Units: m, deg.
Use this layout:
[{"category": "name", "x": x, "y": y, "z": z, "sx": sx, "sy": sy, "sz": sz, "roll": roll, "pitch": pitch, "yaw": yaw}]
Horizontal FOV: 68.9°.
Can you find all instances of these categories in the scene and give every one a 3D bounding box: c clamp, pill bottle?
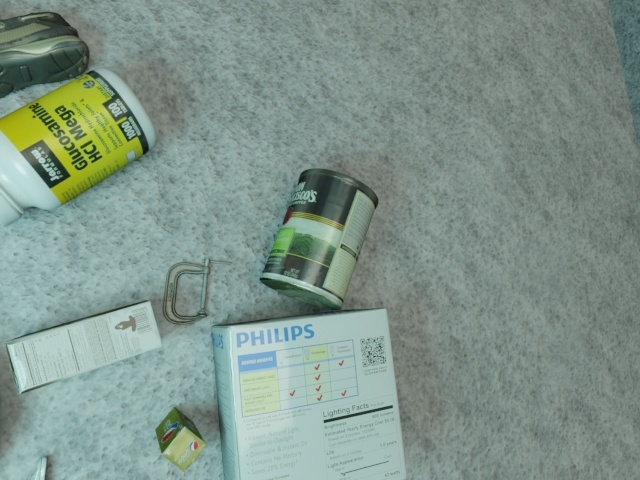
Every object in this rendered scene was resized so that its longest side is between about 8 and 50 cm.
[{"category": "c clamp", "x": -0.282, "y": 0.113, "z": 1.057, "sx": 0.137, "sy": 0.022, "sz": 0.160, "roll": 13, "pitch": 77, "yaw": -21}, {"category": "pill bottle", "x": -0.511, "y": -0.181, "z": 0.914, "sx": 0.334, "sy": 0.188, "sz": 0.187, "roll": -41, "pitch": 99, "yaw": -22}]

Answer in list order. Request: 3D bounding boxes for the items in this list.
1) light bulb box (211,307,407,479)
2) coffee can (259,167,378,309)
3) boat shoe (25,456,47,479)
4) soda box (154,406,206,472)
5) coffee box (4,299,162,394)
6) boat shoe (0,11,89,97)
[{"category": "light bulb box", "x": -0.035, "y": 0.343, "z": 1.016, "sx": 0.358, "sy": 0.225, "sz": 0.360, "roll": -3, "pitch": 83, "yaw": -23}, {"category": "coffee can", "x": 0.000, "y": 0.000, "z": 1.094, "sx": 0.202, "sy": 0.201, "sz": 0.275, "roll": 25, "pitch": 73, "yaw": -18}, {"category": "boat shoe", "x": -0.545, "y": 0.465, "z": 0.888, "sx": 0.035, "sy": 0.035, "sz": 0.100, "roll": 10, "pitch": 85, "yaw": -24}, {"category": "soda box", "x": -0.281, "y": 0.390, "z": 0.928, "sx": 0.058, "sy": 0.181, "sz": 0.061, "roll": 44, "pitch": 69, "yaw": -12}, {"category": "coffee box", "x": -0.449, "y": 0.198, "z": 0.911, "sx": 0.247, "sy": 0.141, "sz": 0.098, "roll": -16, "pitch": 89, "yaw": -23}, {"category": "boat shoe", "x": -0.659, "y": -0.370, "z": 0.928, "sx": 0.356, "sy": 0.132, "sz": 0.130, "roll": -26, "pitch": 83, "yaw": -33}]
